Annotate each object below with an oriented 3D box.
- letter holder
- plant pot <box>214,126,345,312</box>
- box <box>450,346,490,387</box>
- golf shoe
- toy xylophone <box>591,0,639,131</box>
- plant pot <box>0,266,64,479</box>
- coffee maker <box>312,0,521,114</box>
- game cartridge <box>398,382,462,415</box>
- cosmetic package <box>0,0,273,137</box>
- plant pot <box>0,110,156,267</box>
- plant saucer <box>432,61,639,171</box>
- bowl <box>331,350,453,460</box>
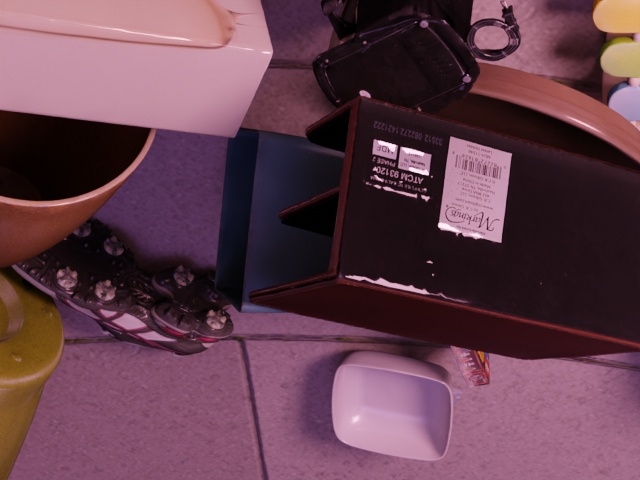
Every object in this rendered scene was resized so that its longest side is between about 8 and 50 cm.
[{"bbox_3d":[0.113,0.004,1.280,0.302,0.152,0.214,13,166,-22],"label":"letter holder"},{"bbox_3d":[0.032,-0.016,1.417,0.234,0.165,0.165,4,95,-13],"label":"plant pot"},{"bbox_3d":[0.152,0.080,1.579,0.027,0.094,0.137,-12,132,16],"label":"box"},{"bbox_3d":[-0.230,0.061,1.595,0.273,0.105,0.120,25,139,-18],"label":"golf shoe"},{"bbox_3d":[0.344,-0.218,1.270,0.236,0.081,0.322,-5,135,10],"label":"toy xylophone"},{"bbox_3d":[-0.461,0.173,1.585,0.366,0.366,0.353,30,119,-22],"label":"plant pot"},{"bbox_3d":[0.088,-0.198,1.245,0.171,0.178,0.120,-4,136,13],"label":"coffee maker"},{"bbox_3d":[0.127,0.195,1.753,0.056,0.017,0.083,18,134,-17],"label":"game cartridge"},{"bbox_3d":[-0.212,-0.192,1.238,0.310,0.160,0.113,4,139,-24],"label":"cosmetic package"},{"bbox_3d":[-0.296,-0.080,1.394,0.237,0.237,0.254,17,149,-11],"label":"plant pot"},{"bbox_3d":[0.185,-0.094,1.352,0.278,0.041,0.278,20,167,5],"label":"plant saucer"},{"bbox_3d":[0.086,0.185,1.705,0.142,0.053,0.142,9,130,9],"label":"bowl"}]
